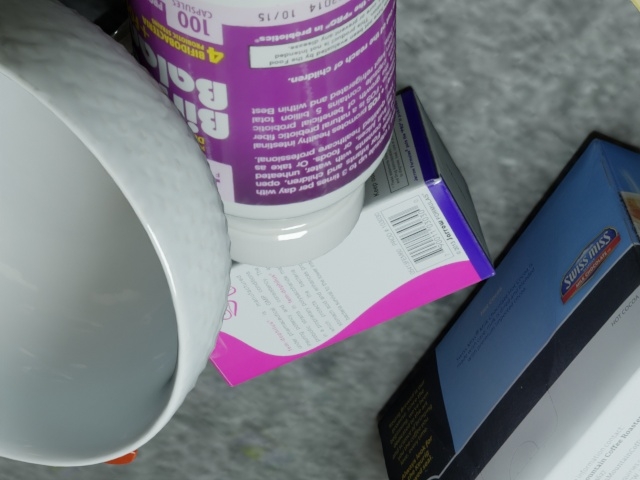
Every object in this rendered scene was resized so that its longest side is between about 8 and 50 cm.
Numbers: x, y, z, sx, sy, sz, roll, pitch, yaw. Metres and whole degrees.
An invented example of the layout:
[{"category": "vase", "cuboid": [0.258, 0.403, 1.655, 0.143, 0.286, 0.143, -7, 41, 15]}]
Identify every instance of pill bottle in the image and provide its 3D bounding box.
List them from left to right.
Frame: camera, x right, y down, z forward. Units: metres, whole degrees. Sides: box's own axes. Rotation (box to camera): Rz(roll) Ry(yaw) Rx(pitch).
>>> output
[{"category": "pill bottle", "cuboid": [-0.035, -0.120, 1.260, 0.169, 0.169, 0.301, -7, 142, -3]}]

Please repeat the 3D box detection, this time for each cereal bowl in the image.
[{"category": "cereal bowl", "cuboid": [-0.197, -0.029, 1.231, 0.339, 0.141, 0.339, 16, 132, 19]}]

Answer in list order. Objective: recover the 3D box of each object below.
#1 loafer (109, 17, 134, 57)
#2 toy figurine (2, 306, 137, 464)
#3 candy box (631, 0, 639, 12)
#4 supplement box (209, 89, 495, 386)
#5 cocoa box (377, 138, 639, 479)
[{"category": "loafer", "cuboid": [-0.137, -0.131, 1.385, 0.125, 0.039, 0.045, -35, 160, 24]}, {"category": "toy figurine", "cuboid": [-0.239, 0.075, 1.478, 0.210, 0.148, 0.213, -19, 133, 15]}, {"category": "candy box", "cuboid": [0.339, -0.169, 1.390, 0.183, 0.087, 0.316, -32, 128, 19]}, {"category": "supplement box", "cuboid": [0.000, 0.000, 1.466, 0.220, 0.114, 0.111, -24, 131, 10]}, {"category": "cocoa box", "cuboid": [0.235, 0.139, 1.546, 0.231, 0.228, 0.347, 19, 125, -24]}]
